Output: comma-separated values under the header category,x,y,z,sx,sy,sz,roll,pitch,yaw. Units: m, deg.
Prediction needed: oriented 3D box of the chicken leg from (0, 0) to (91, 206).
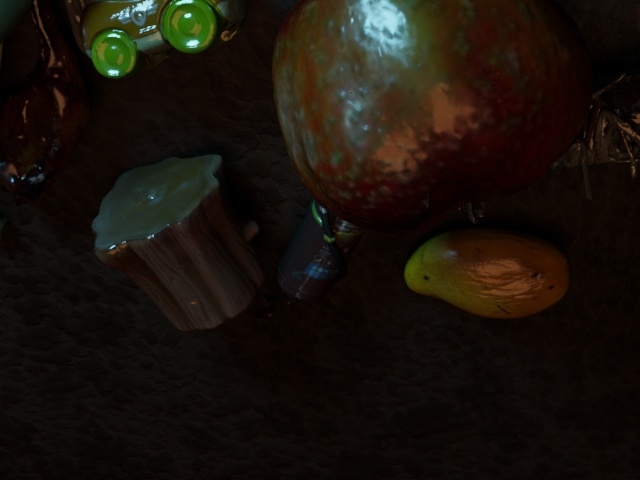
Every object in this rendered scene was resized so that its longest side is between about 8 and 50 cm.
category,x,y,z,sx,sy,sz,roll,pitch,yaw
chicken leg,-0.402,-0.216,1.446,0.158,0.096,0.407,26,126,10

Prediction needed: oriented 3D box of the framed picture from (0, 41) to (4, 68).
category,x,y,z,sx,sy,sz,roll,pitch,yaw
framed picture,-0.582,-0.254,1.431,0.274,0.017,0.217,23,126,6

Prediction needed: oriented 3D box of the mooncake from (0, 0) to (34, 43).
category,x,y,z,sx,sy,sz,roll,pitch,yaw
mooncake,-0.511,-0.381,1.188,0.356,0.194,0.356,-10,121,-16

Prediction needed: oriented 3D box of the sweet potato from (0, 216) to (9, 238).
category,x,y,z,sx,sy,sz,roll,pitch,yaw
sweet potato,-0.631,-0.077,1.584,0.286,0.085,0.112,18,162,-21

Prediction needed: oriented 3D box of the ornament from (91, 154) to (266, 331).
category,x,y,z,sx,sy,sz,roll,pitch,yaw
ornament,-0.212,0.011,1.539,0.235,0.221,0.217,-43,128,-19

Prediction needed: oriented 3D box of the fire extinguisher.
category,x,y,z,sx,sy,sz,roll,pitch,yaw
fire extinguisher,0.000,0.000,1.550,0.141,0.105,0.341,-3,136,-38

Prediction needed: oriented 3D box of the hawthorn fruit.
category,x,y,z,sx,sy,sz,roll,pitch,yaw
hawthorn fruit,0.113,-0.212,1.243,0.403,0.403,0.403,3,127,3

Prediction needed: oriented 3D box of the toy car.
category,x,y,z,sx,sy,sz,roll,pitch,yaw
toy car,-0.226,-0.341,1.318,0.235,0.145,0.235,3,108,10

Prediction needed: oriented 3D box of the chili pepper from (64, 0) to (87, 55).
category,x,y,z,sx,sy,sz,roll,pitch,yaw
chili pepper,-0.325,-0.312,1.392,0.041,0.050,0.153,30,141,41

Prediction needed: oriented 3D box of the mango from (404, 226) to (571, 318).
category,x,y,z,sx,sy,sz,roll,pitch,yaw
mango,0.261,0.054,1.573,0.262,0.109,0.157,-2,131,9

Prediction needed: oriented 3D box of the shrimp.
category,x,y,z,sx,sy,sz,roll,pitch,yaw
shrimp,0.356,-0.135,1.392,0.410,0.221,0.166,-11,97,35
